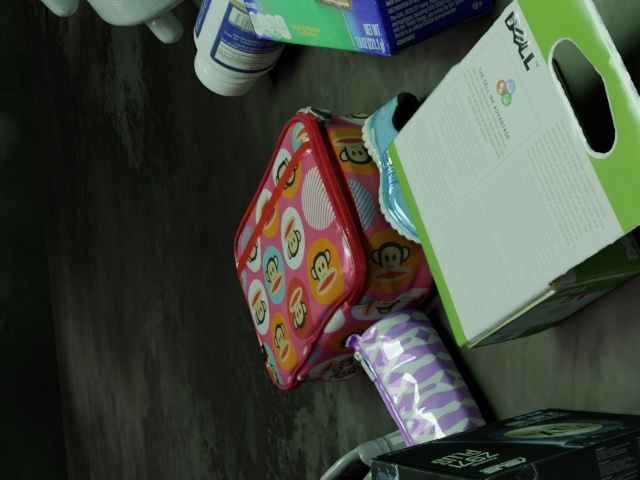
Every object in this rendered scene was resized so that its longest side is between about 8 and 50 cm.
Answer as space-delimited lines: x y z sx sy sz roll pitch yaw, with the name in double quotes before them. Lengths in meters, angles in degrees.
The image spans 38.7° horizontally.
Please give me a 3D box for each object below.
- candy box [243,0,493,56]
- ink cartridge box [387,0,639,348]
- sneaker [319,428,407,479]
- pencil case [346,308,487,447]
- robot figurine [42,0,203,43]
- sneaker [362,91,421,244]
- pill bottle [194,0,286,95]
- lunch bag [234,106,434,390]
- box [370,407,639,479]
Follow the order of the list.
"candy box" -0.008 -0.336 0.791 0.268 0.122 0.317 27 140 57
"ink cartridge box" 0.168 -0.055 0.661 0.255 0.097 0.189 -49 55 56
"sneaker" 0.045 0.289 0.972 0.086 0.132 0.229 48 139 48
"pencil case" 0.102 0.161 0.869 0.206 0.088 0.086 61 150 33
"robot figurine" -0.275 -0.432 1.217 0.200 0.300 0.353 44 175 47
"sneaker" 0.088 -0.069 0.855 0.073 0.063 0.162 -53 52 52
"pill bottle" -0.091 -0.263 1.100 0.187 0.112 0.112 -53 51 55
"lunch bag" 0.000 0.000 1.005 0.293 0.120 0.258 121 138 -50
"box" 0.152 0.182 0.668 0.147 0.180 0.078 -15 85 64
